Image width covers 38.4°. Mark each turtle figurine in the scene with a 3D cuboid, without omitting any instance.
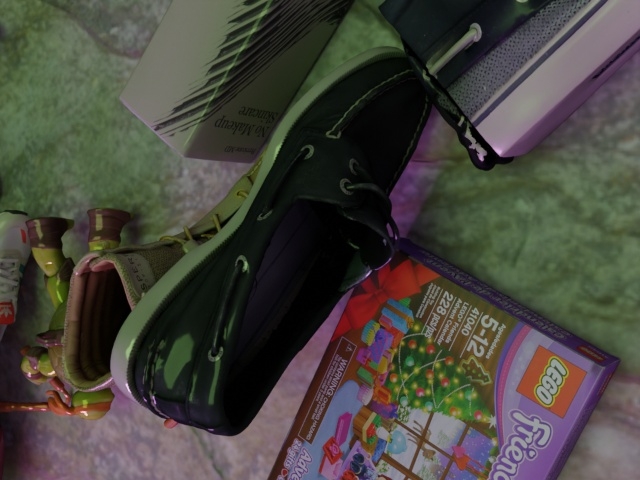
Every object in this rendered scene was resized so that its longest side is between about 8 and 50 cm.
[{"bbox_3d":[-0.241,0.084,0.901,0.269,0.087,0.218,-10,85,31],"label":"turtle figurine"}]

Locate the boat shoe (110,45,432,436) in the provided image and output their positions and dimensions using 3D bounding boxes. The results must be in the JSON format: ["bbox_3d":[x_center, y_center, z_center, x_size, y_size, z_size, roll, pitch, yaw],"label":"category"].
[{"bbox_3d":[-0.002,-0.002,0.667,0.113,0.127,0.340,25,63,40],"label":"boat shoe"}]

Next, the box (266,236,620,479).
[{"bbox_3d":[0.076,0.170,0.729,0.200,0.057,0.293,30,105,27],"label":"box"}]

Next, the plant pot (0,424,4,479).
[{"bbox_3d":[-0.423,0.169,0.930,0.201,0.201,0.180,19,110,29],"label":"plant pot"}]

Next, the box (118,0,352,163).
[{"bbox_3d":[-0.047,-0.202,0.771,0.094,0.113,0.275,42,112,23],"label":"box"}]

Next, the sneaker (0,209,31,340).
[{"bbox_3d":[-0.331,0.047,0.964,0.075,0.057,0.161,48,118,38],"label":"sneaker"}]

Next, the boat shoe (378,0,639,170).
[{"bbox_3d":[0.186,-0.211,0.618,0.340,0.127,0.158,-43,77,25],"label":"boat shoe"}]

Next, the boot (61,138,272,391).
[{"bbox_3d":[-0.087,0.004,0.739,0.095,0.203,0.262,42,112,23],"label":"boot"}]
